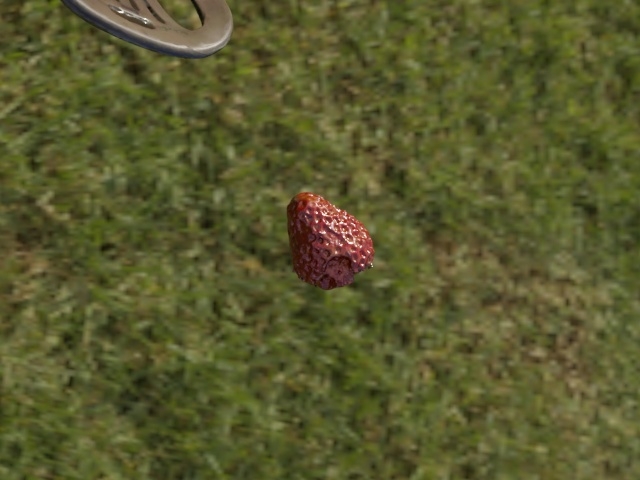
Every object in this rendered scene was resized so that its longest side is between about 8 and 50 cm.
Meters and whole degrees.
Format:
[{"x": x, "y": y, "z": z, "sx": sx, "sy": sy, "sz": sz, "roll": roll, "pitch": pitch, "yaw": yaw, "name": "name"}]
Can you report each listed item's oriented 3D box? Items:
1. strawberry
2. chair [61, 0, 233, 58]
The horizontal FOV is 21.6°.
[{"x": 0.000, "y": 0.000, "z": 1.368, "sx": 0.083, "sy": 0.073, "sz": 0.073, "roll": 46, "pitch": 62, "yaw": -22, "name": "strawberry"}, {"x": -0.147, "y": -0.299, "z": 1.327, "sx": 0.175, "sy": 0.326, "sz": 0.183, "roll": 20, "pitch": 110, "yaw": -32, "name": "chair"}]
